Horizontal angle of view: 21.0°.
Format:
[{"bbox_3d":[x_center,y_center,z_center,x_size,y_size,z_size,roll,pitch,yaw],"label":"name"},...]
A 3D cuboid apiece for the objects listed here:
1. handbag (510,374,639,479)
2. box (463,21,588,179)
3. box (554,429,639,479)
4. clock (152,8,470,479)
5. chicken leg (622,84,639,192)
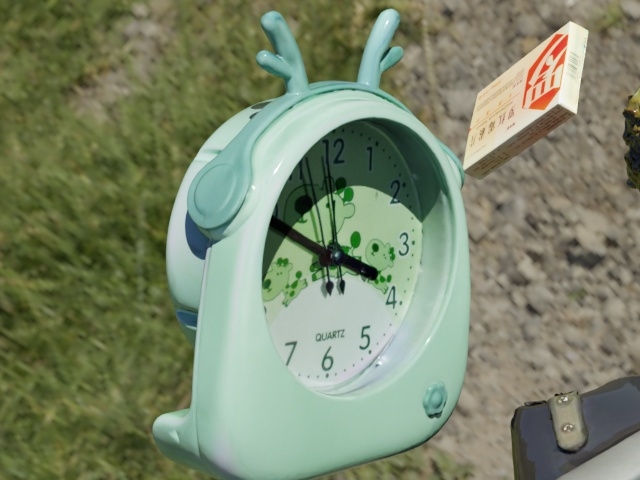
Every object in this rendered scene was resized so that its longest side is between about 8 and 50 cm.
[{"bbox_3d":[0.271,0.161,1.090,0.342,0.152,0.288,-31,44,13],"label":"handbag"},{"bbox_3d":[0.114,-0.077,0.967,0.093,0.015,0.058,-38,34,52],"label":"box"},{"bbox_3d":[0.116,0.143,0.695,0.036,0.177,0.115,12,110,40],"label":"box"},{"bbox_3d":[0.000,0.000,0.782,0.066,0.159,0.211,11,102,44],"label":"clock"},{"bbox_3d":[0.294,-0.052,1.320,0.103,0.228,0.088,-40,50,3],"label":"chicken leg"}]
